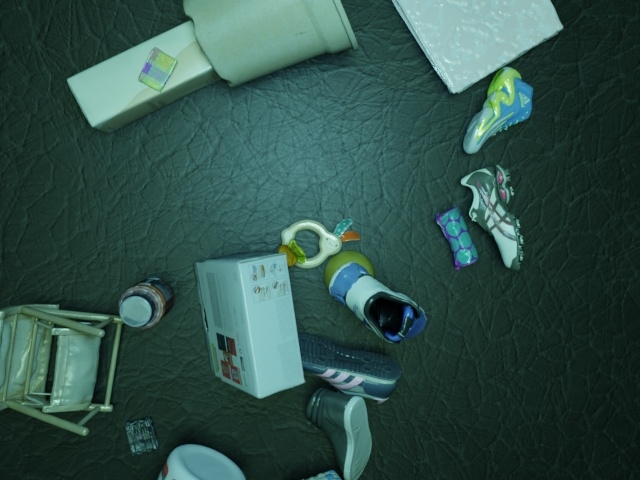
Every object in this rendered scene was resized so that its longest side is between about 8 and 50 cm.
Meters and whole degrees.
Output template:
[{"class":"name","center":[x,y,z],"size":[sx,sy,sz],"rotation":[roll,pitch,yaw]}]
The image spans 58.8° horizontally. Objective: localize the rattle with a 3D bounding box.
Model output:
[{"class":"rattle","center":[0.000,0.000,1.391],"size":[0.200,0.142,0.130],"rotation":[-6,76,2]}]

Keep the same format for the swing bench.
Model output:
[{"class":"swing bench","center":[-0.631,0.296,1.357],"size":[0.255,0.165,0.253],"rotation":[11,94,1]}]

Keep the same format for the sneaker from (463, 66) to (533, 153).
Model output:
[{"class":"sneaker","center":[0.458,-0.308,1.421],"size":[0.126,0.091,0.240],"rotation":[27,91,-6]}]

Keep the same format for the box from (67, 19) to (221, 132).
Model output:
[{"class":"box","center":[-0.404,-0.378,1.329],"size":[0.311,0.148,0.121],"rotation":[-26,96,0]}]

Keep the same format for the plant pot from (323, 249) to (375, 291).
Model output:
[{"class":"plant pot","center":[0.077,0.095,1.421],"size":[0.135,0.095,0.134],"rotation":[0,94,-3]}]

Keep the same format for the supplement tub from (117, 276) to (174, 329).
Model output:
[{"class":"supplement tub","center":[-0.412,0.149,1.339],"size":[0.106,0.198,0.105],"rotation":[0,93,-5]}]

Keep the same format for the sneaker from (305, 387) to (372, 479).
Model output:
[{"class":"sneaker","center":[0.042,0.492,1.456],"size":[0.147,0.105,0.295],"rotation":[16,125,34]}]

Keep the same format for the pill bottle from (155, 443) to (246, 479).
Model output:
[{"class":"pill bottle","center":[-0.348,0.707,1.380],"size":[0.210,0.210,0.362],"rotation":[28,92,-6]}]

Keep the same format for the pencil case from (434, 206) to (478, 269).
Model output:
[{"class":"pencil case","center":[0.347,-0.007,1.448],"size":[0.070,0.064,0.151],"rotation":[-27,95,-18]}]

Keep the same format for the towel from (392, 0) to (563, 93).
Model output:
[{"class":"towel","center":[0.385,-0.572,1.405],"size":[0.332,0.053,0.316],"rotation":[-30,92,-1]}]

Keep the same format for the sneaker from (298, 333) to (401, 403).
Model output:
[{"class":"sneaker","center":[0.034,0.336,1.437],"size":[0.319,0.112,0.131],"rotation":[16,122,5]}]

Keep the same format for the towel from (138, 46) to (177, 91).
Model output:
[{"class":"towel","center":[-0.359,-0.378,1.255],"size":[0.060,0.009,0.083],"rotation":[28,94,-7]}]

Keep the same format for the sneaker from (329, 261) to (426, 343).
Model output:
[{"class":"sneaker","center":[0.166,0.185,1.333],"size":[0.127,0.182,0.316],"rotation":[-52,132,3]}]

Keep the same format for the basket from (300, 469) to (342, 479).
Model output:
[{"class":"basket","center":[-0.038,0.728,1.406],"size":[0.289,0.201,0.254],"rotation":[-27,97,-11]}]

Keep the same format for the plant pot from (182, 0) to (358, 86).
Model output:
[{"class":"plant pot","center":[-0.123,-0.512,1.270],"size":[0.306,0.334,0.333],"rotation":[-25,96,8]}]

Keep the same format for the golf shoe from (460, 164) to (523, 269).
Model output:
[{"class":"golf shoe","center":[0.443,-0.052,1.447],"size":[0.120,0.105,0.272],"rotation":[-13,89,13]}]

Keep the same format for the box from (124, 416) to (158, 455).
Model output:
[{"class":"box","center":[-0.458,0.501,1.452],"size":[0.067,0.018,0.083],"rotation":[-14,95,-3]}]

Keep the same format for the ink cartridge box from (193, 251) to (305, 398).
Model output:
[{"class":"ink cartridge box","center":[-0.181,0.188,1.370],"size":[0.130,0.272,0.309],"rotation":[-11,96,-34]}]
